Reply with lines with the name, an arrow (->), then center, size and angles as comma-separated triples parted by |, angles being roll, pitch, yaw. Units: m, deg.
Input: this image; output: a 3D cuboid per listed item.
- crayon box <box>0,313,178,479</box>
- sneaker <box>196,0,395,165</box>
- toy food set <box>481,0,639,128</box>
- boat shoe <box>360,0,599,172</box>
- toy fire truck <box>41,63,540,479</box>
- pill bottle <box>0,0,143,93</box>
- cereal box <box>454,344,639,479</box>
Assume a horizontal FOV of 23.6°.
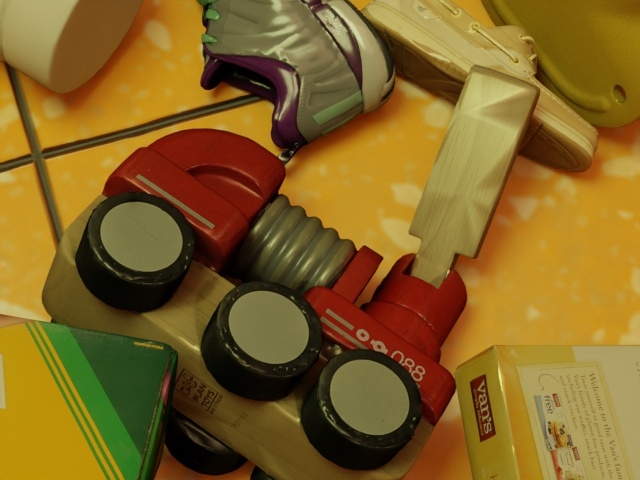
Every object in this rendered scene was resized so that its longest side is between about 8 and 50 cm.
crayon box -> -0.216, 0.098, 0.701 | 0.278, 0.081, 0.165 | 10, 26, -2
sneaker -> -0.055, -0.152, 0.930 | 0.098, 0.083, 0.224 | -36, 76, -11
toy food set -> 0.157, -0.173, 0.934 | 0.071, 0.128, 0.218 | -24, 68, -26
boat shoe -> 0.103, -0.107, 0.931 | 0.170, 0.063, 0.059 | 35, 73, 8
toy fire truck -> 0.000, 0.000, 0.853 | 0.217, 0.158, 0.246 | 35, 50, 4
pill bottle -> -0.221, -0.188, 0.903 | 0.229, 0.131, 0.131 | 33, 70, 9
cereal box -> 0.195, 0.141, 0.807 | 0.240, 0.047, 0.173 | 3, 67, -27
